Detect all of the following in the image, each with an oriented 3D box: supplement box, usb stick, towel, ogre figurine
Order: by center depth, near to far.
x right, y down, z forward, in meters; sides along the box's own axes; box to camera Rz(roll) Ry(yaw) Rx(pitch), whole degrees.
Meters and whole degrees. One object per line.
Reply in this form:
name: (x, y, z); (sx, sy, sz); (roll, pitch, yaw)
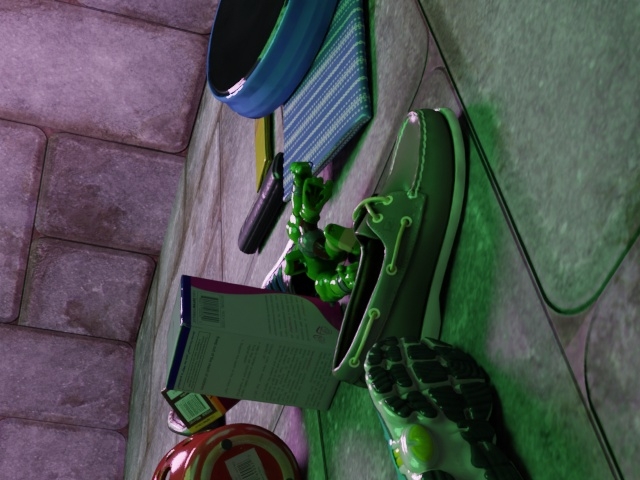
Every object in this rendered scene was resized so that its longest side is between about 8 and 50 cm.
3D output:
supplement box: (-0.084, 0.135, 1.217); (0.111, 0.220, 0.113); (-102, 26, -56)
ogre figurine: (0.000, 0.000, 1.224); (0.197, 0.097, 0.118); (45, 146, 16)
supplement box: (-0.129, 0.190, 1.377); (0.188, 0.080, 0.104); (-37, 0, -42)
towel: (0.010, -0.246, 1.456); (0.243, 0.040, 0.335); (-46, 35, 45)
usb stick: (-0.106, -0.066, 1.769); (0.278, 0.045, 0.077); (122, 154, -54)
towel: (-0.123, -0.217, 1.995); (0.102, 0.021, 0.237); (108, 163, -45)

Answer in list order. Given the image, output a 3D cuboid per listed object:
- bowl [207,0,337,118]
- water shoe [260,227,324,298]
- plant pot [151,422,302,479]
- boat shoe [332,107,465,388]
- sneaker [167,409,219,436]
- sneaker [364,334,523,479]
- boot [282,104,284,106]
bowl: (-0.089, -0.407, 1.611); (0.391, 0.077, 0.391); (-39, 43, 48)
water shoe: (-0.043, 0.072, 1.394); (0.080, 0.073, 0.203); (-101, 26, -49)
plant pot: (-0.131, 0.352, 1.298); (0.174, 0.191, 0.191); (135, 143, -60)
boat shoe: (0.079, 0.004, 0.956); (0.109, 0.091, 0.304); (171, 109, -74)
sneaker: (-0.256, 0.312, 1.949); (0.281, 0.107, 0.162); (-162, 86, -76)
sneaker: (0.091, 0.183, 0.781); (0.275, 0.107, 0.109); (-101, 17, -54)
boot: (-0.071, -0.370, 1.753); (0.258, 0.095, 0.123); (-94, 28, -42)
